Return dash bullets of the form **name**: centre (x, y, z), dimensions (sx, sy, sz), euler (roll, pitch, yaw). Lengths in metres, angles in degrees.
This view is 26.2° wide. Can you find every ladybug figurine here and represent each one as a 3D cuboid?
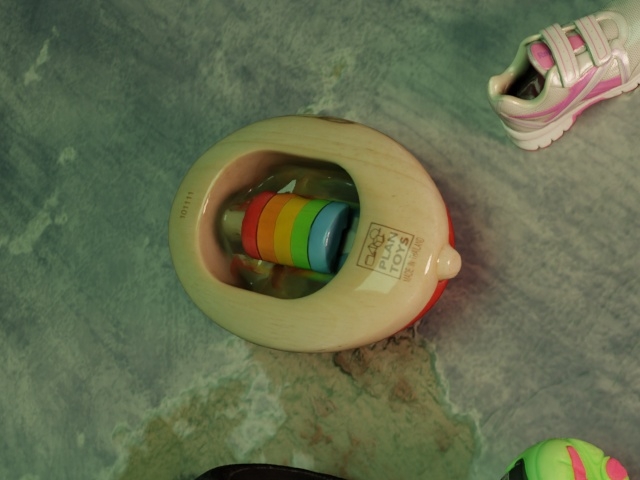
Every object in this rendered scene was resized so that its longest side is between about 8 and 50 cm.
- **ladybug figurine**: centre (0.000, 0.000, 1.762), dimensions (0.449, 0.162, 0.305), euler (17, 85, 40)

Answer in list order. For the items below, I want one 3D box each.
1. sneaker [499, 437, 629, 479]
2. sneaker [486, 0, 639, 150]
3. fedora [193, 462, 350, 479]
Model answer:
- **sneaker**: centre (0.269, 0.454, 1.429), dimensions (0.202, 0.185, 0.483), euler (-34, 52, 45)
- **sneaker**: centre (0.303, -0.212, 1.637), dimensions (0.252, 0.111, 0.103), euler (-41, 55, 19)
- **fedora**: centre (-0.010, 0.367, 1.562), dimensions (0.334, 0.334, 0.153), euler (15, 92, 39)
